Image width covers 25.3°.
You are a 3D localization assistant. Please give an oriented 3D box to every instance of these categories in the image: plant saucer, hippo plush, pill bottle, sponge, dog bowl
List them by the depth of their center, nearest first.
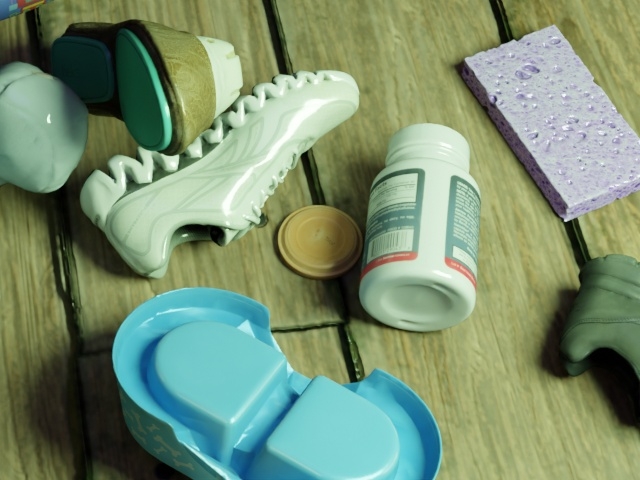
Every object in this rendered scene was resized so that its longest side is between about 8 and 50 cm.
[{"bbox_3d":[-0.044,0.155,1.220,0.297,0.074,0.166,28,44,12],"label":"dog bowl"},{"bbox_3d":[-0.331,-0.046,1.301,0.294,0.234,0.236,-3,22,43],"label":"hippo plush"},{"bbox_3d":[0.097,-0.016,1.342,0.108,0.108,0.180,8,57,0],"label":"pill bottle"},{"bbox_3d":[0.000,0.000,1.379,0.083,0.013,0.083,3,57,-4],"label":"plant saucer"},{"bbox_3d":[0.247,-0.124,1.472,0.117,0.031,0.210,-21,61,-18],"label":"sponge"}]

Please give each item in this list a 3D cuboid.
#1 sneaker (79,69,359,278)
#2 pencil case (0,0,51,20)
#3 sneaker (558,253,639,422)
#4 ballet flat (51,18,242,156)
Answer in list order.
[{"bbox_3d":[-0.079,-0.064,1.369,0.292,0.110,0.118,-30,72,-13],"label":"sneaker"},{"bbox_3d":[-0.330,-0.303,1.482,0.306,0.119,0.133,-27,80,-21],"label":"pencil case"},{"bbox_3d":[0.349,0.124,1.289,0.286,0.109,0.130,22,64,20],"label":"sneaker"},{"bbox_3d":[-0.148,-0.153,1.330,0.124,0.116,0.342,-11,14,-24],"label":"ballet flat"}]
